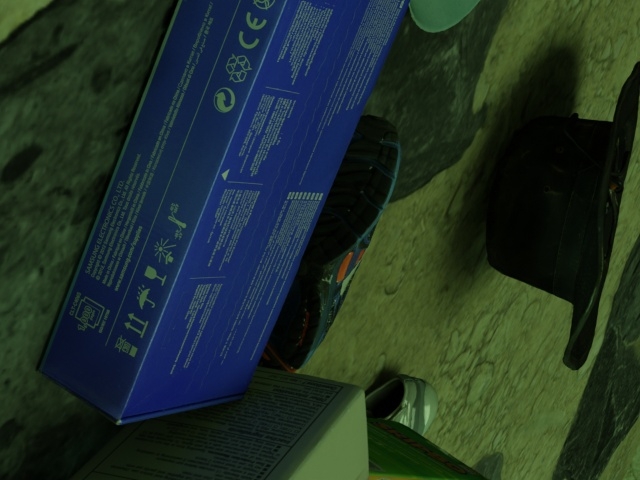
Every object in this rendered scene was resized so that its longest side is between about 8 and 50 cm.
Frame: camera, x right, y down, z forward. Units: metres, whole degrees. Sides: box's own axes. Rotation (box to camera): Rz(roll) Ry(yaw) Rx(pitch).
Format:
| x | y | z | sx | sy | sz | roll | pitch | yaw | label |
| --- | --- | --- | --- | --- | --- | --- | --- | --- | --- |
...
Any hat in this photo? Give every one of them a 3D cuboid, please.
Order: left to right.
| x | y | z | sx | sy | sz | roll | pitch | yaw | label |
| --- | --- | --- | --- | --- | --- | --- | --- | --- | --- |
| 0.249 | -0.036 | 1.498 | 0.331 | 0.134 | 0.331 | 12 | 90 | -78 | hat |

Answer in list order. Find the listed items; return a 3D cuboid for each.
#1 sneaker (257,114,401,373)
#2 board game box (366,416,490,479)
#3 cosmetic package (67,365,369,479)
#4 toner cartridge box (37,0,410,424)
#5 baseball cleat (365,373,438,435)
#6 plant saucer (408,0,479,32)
| x | y | z | sx | sy | sz | roll | pitch | yaw | label |
| --- | --- | --- | --- | --- | --- | --- | --- | --- | --- |
| 0.000 | 0.000 | 1.124 | 0.221 | 0.083 | 0.087 | -62 | 170 | 13 | sneaker |
| 0.052 | 0.199 | 1.300 | 0.259 | 0.124 | 0.039 | 13 | 104 | -54 | board game box |
| -0.091 | 0.213 | 0.978 | 0.296 | 0.153 | 0.129 | -42 | 134 | -53 | cosmetic package |
| -0.055 | -0.055 | 0.938 | 0.165 | 0.075 | 0.348 | -1 | 116 | -64 | toner cartridge box |
| 0.048 | 0.232 | 1.476 | 0.109 | 0.072 | 0.206 | 24 | 89 | -52 | baseball cleat |
| 0.106 | -0.258 | 1.095 | 0.195 | 0.037 | 0.195 | -46 | 151 | -35 | plant saucer |
